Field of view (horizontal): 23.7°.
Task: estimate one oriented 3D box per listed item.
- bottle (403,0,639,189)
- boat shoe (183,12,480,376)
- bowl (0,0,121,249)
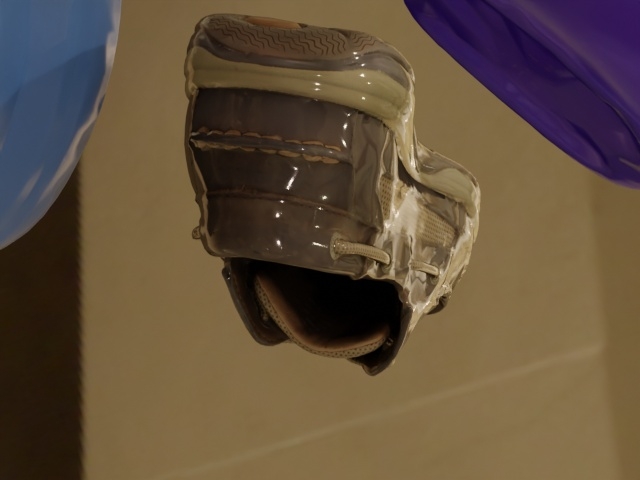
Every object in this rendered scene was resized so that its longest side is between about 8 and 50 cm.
[{"bbox_3d":[0.148,-0.149,0.445,0.118,0.092,0.283,41,83,1],"label":"bottle"},{"bbox_3d":[0.000,0.000,0.808,0.355,0.132,0.130,44,56,-68],"label":"boat shoe"},{"bbox_3d":[-0.269,-0.162,0.764,0.077,0.391,0.391,-26,93,-50],"label":"bowl"}]
